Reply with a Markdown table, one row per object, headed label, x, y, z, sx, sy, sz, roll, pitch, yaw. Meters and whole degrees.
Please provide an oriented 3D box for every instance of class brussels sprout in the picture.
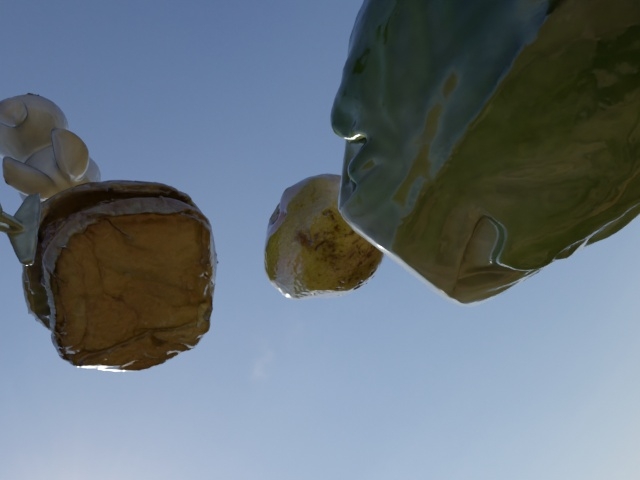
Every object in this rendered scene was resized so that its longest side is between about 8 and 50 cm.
| label | x | y | z | sx | sy | sz | roll | pitch | yaw |
| --- | --- | --- | --- | --- | --- | --- | --- | --- | --- |
| brussels sprout | 0.116 | -0.087 | 0.428 | 0.271 | 0.219 | 0.210 | -58 | -13 | -12 |

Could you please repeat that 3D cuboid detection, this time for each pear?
| label | x | y | z | sx | sy | sz | roll | pitch | yaw |
| --- | --- | --- | --- | --- | --- | --- | --- | --- | --- |
| pear | 0.000 | 0.000 | 0.907 | 0.178 | 0.178 | 0.178 | -33 | -39 | -32 |

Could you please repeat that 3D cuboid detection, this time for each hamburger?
| label | x | y | z | sx | sy | sz | roll | pitch | yaw |
| --- | --- | --- | --- | --- | --- | --- | --- | --- | --- |
| hamburger | -0.274 | 0.052 | 0.955 | 0.259 | 0.144 | 0.283 | -2 | -63 | -29 |

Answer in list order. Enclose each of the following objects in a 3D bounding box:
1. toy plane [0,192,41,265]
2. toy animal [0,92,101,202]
| label | x | y | z | sx | sy | sz | roll | pitch | yaw |
| --- | --- | --- | --- | --- | --- | --- | --- | --- | --- |
| toy plane | -0.335 | -0.015 | 0.436 | 0.286 | 0.092 | 0.108 | -4 | -40 | -8 |
| toy animal | -0.429 | -0.134 | 1.063 | 0.127 | 0.193 | 0.178 | -30 | -27 | -13 |
